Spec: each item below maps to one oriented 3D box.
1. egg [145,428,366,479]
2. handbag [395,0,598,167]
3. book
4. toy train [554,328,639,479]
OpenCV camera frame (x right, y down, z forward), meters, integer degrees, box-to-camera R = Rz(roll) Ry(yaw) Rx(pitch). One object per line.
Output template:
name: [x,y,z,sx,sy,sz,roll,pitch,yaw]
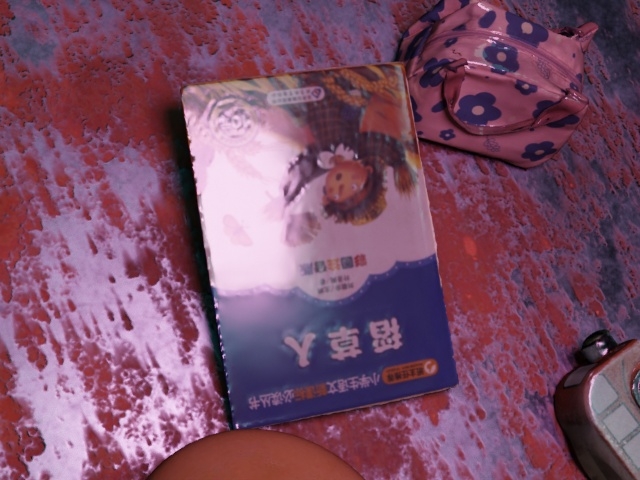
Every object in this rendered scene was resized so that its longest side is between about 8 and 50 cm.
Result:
egg: [-0.046,0.371,1.029,0.301,0.301,0.374,-25,69,-21]
handbag: [0.238,-0.224,1.349,0.252,0.193,0.190,14,75,-10]
book: [0.000,0.000,1.257,0.300,0.039,0.428,-9,89,-18]
toy train: [0.427,0.270,1.294,0.159,0.129,0.326,-35,86,-16]
